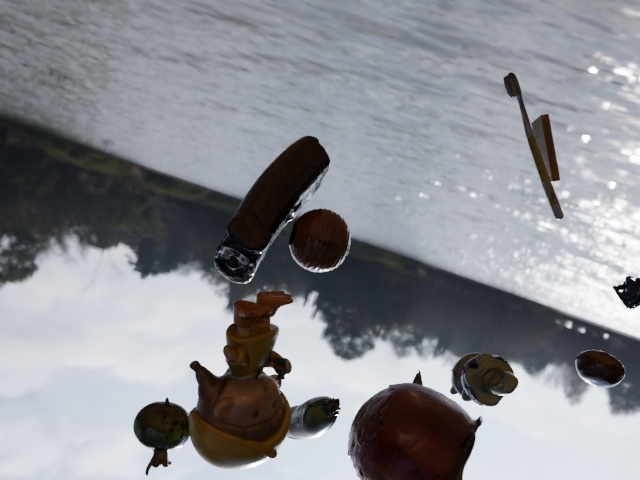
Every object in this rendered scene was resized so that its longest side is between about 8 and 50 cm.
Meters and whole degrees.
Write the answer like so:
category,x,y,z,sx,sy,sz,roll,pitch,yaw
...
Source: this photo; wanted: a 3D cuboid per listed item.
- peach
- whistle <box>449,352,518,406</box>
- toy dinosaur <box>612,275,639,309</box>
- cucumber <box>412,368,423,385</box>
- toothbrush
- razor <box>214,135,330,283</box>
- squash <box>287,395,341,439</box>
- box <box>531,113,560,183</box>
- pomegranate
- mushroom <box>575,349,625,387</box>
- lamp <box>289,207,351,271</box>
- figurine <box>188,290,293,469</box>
category,x,y,z,sx,sy,sz,roll,pitch,yaw
peach,0.253,0.566,2.273,0.353,0.339,0.416,15,-176,-31
whistle,0.309,0.261,1.646,0.092,0.110,0.244,44,170,-5
toy dinosaur,0.528,0.087,1.467,0.083,0.047,0.030,47,-162,-36
cucumber,0.277,0.454,2.532,0.037,0.155,0.037,15,170,3
toothbrush,0.391,-0.170,1.587,0.024,0.288,0.021,-27,-169,-31
razor,-0.102,-0.068,1.802,0.107,0.327,0.189,32,149,4
squash,-0.021,0.397,1.935,0.087,0.087,0.331,19,155,-14
box,0.517,-0.205,1.986,0.022,0.156,0.089,-9,173,0
pomegranate,-0.327,0.405,1.787,0.122,0.161,0.122,7,167,2
mushroom,0.686,0.310,2.120,0.127,0.087,0.127,18,157,8
lamp,0.000,0.000,1.819,0.136,0.136,0.136,19,-179,0
figurine,-0.136,0.267,1.639,0.187,0.344,0.215,26,-160,39
